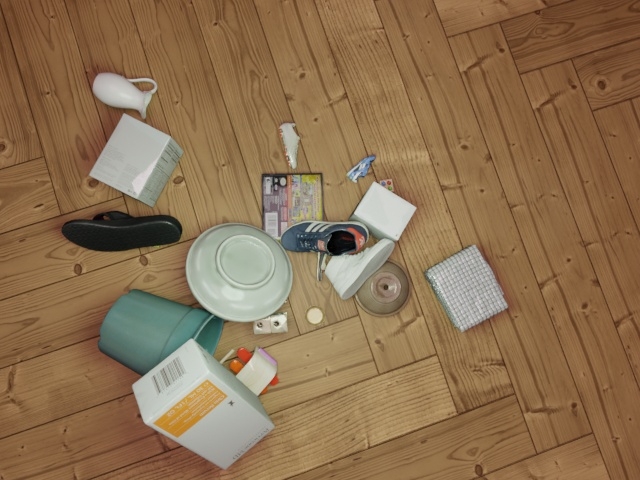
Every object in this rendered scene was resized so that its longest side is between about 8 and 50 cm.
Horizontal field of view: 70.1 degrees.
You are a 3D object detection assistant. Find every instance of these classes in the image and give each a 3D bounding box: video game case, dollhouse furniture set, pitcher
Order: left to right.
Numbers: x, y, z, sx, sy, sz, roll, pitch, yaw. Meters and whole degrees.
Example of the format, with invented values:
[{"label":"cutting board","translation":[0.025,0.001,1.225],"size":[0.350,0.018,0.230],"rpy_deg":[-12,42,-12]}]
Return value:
[{"label":"pitcher","translation":[-0.776,-0.603,1.822],"size":[0.207,0.125,0.178],"rpy_deg":[21,63,-11]},{"label":"dollhouse furniture set","translation":[-0.194,0.256,1.752],"size":[0.128,0.129,0.184],"rpy_deg":[-4,86,-4]},{"label":"video game case","translation":[-0.111,-0.135,1.845],"size":[0.248,0.035,0.275],"rpy_deg":[-1,84,-3]}]

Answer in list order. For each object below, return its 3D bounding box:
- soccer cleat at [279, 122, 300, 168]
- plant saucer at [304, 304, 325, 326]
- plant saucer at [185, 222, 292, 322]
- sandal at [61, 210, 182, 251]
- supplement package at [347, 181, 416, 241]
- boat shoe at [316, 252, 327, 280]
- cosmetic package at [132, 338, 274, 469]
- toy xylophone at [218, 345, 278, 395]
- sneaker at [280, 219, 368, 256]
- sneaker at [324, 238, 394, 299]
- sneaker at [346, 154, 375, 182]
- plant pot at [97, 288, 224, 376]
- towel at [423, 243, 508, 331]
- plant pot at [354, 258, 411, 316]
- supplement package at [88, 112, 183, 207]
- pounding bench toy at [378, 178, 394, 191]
[{"label":"soccer cleat","translation":[-0.115,-0.389,1.856],"size":[0.076,0.068,0.196],"rpy_deg":[-13,82,-7]},{"label":"plant saucer","translation":[-0.022,0.300,1.815],"size":[0.083,0.015,0.083],"rpy_deg":[0,85,-3]},{"label":"plant saucer","translation":[-0.280,0.091,1.654],"size":[0.400,0.100,0.401],"rpy_deg":[12,57,-18]},{"label":"sandal","translation":[-0.751,-0.045,1.755],"size":[0.445,0.168,0.107],"rpy_deg":[-2,47,-1]},{"label":"supplement package","translation":[0.234,-0.101,1.777],"size":[0.194,0.203,0.149],"rpy_deg":[32,84,0]},{"label":"boat shoe","translation":[0.007,0.096,1.823],"size":[0.043,0.049,0.137],"rpy_deg":[5,79,-5]},{"label":"cosmetic package","translation":[-0.362,0.544,1.479],"size":[0.230,0.453,0.161],"rpy_deg":[-39,45,-9]},{"label":"toy xylophone","translation":[-0.318,0.536,1.724],"size":[0.322,0.081,0.236],"rpy_deg":[-39,102,-8]},{"label":"sneaker","translation":[0.000,0.000,1.711],"size":[0.350,0.148,0.131],"rpy_deg":[-7,112,18]},{"label":"sneaker","translation":[0.137,0.067,1.760],"size":[0.292,0.108,0.169],"rpy_deg":[-46,54,10]},{"label":"sneaker","translation":[0.175,-0.294,1.870],"size":[0.144,0.053,0.059],"rpy_deg":[-40,87,2]},{"label":"plant pot","translation":[-0.577,0.352,1.640],"size":[0.334,0.341,0.341],"rpy_deg":[21,83,7]},{"label":"towel","translation":[0.576,0.190,1.813],"size":[0.235,0.121,0.284],"rpy_deg":[-27,85,-7]},{"label":"plant pot","translation":[0.249,0.185,1.797],"size":[0.237,0.110,0.237],"rpy_deg":[0,85,-4]},{"label":"supplement package","translation":[-0.694,-0.298,1.745],"size":[0.199,0.198,0.263],"rpy_deg":[26,84,0]},{"label":"pounding bench toy","translation":[0.268,-0.202,1.858],"size":[0.052,0.065,0.083],"rpy_deg":[-10,85,-4]}]
